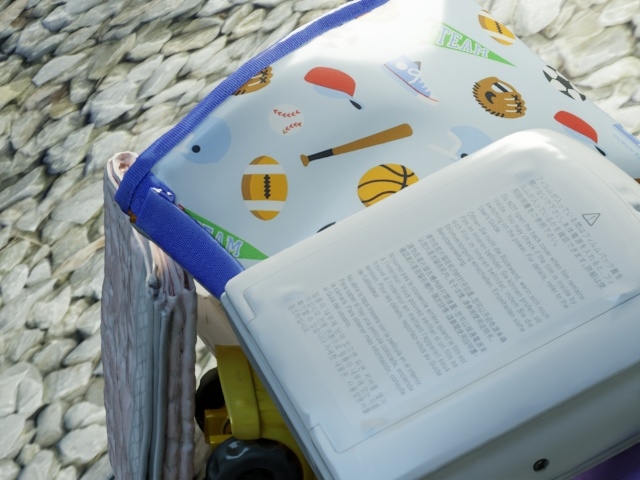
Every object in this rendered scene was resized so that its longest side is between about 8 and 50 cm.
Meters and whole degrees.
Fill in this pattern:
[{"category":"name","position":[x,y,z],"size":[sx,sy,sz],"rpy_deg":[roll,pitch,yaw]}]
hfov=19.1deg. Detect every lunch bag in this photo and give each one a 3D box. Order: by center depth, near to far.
[{"category":"lunch bag","position":[0.058,-0.013,1.597],"size":[0.385,0.328,0.239],"rpy_deg":[-33,-23,-46]}]

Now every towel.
[{"category":"towel","position":[-0.164,0.125,1.765],"size":[0.053,0.332,0.317],"rpy_deg":[-2,24,-13]}]

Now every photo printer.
[{"category":"photo printer","position":[0.114,0.062,1.331],"size":[0.307,0.107,0.256],"rpy_deg":[-28,48,-7]}]

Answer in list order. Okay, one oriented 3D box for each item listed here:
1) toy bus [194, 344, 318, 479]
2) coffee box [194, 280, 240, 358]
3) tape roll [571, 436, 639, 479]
[{"category":"toy bus","position":[-0.003,0.206,1.652],"size":[0.211,0.220,0.149],"rpy_deg":[-2,28,-11]},{"category":"coffee box","position":[0.000,0.000,1.918],"size":[0.297,0.168,0.119],"rpy_deg":[-46,32,-17]},{"category":"tape roll","position":[0.260,0.217,1.331],"size":[0.189,0.189,0.080],"rpy_deg":[-19,35,26]}]
